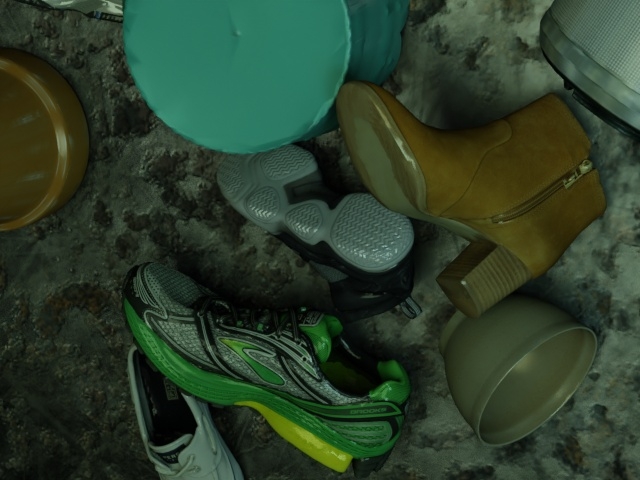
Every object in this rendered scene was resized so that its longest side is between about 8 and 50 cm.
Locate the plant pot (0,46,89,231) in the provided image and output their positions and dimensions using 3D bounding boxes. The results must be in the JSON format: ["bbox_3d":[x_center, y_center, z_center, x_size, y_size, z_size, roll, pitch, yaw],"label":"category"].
[{"bbox_3d":[-0.385,-0.098,1.963,0.205,0.188,0.205,5,105,17],"label":"plant pot"}]

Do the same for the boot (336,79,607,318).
[{"bbox_3d":[0.157,-0.090,1.778,0.104,0.211,0.295,10,138,57],"label":"boot"}]

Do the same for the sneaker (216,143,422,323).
[{"bbox_3d":[0.000,0.000,1.907,0.268,0.101,0.153,29,152,38],"label":"sneaker"}]

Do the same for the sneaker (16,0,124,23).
[{"bbox_3d":[-0.274,-0.289,1.945,0.211,0.080,0.081,10,100,5],"label":"sneaker"}]

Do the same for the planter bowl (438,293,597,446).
[{"bbox_3d":[0.192,0.118,1.864,0.109,0.162,0.162,47,115,32],"label":"planter bowl"}]

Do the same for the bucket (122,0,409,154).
[{"bbox_3d":[-0.060,-0.222,1.830,0.281,0.183,0.281,4,104,16],"label":"bucket"}]

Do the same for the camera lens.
[{"bbox_3d":[0.353,-0.232,1.675,0.219,0.219,0.274,35,111,7],"label":"camera lens"}]

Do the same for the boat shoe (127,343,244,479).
[{"bbox_3d":[-0.157,0.227,2.026,0.096,0.088,0.268,-8,101,19],"label":"boat shoe"}]

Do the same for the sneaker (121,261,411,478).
[{"bbox_3d":[-0.054,0.109,1.935,0.343,0.134,0.146,27,124,1],"label":"sneaker"}]
